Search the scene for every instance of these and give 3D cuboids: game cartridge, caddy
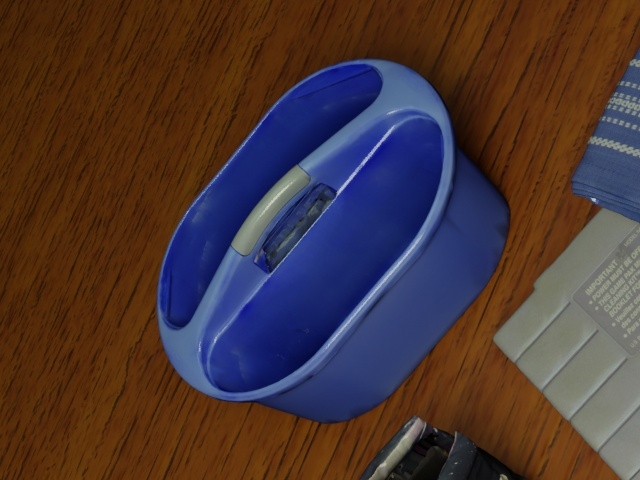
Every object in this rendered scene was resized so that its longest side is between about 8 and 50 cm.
[{"bbox_3d":[0.320,0.019,1.205,0.355,0.068,0.230,-48,44,9],"label":"game cartridge"},{"bbox_3d":[0.000,0.000,1.380,0.341,0.179,0.241,-50,49,7],"label":"caddy"}]

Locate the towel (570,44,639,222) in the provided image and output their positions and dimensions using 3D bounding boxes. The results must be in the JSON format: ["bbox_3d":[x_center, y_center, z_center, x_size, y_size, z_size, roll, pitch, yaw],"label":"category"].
[{"bbox_3d":[0.362,-0.145,1.197,0.243,0.040,0.336,25,83,43],"label":"towel"}]

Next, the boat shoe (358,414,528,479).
[{"bbox_3d":[0.038,0.292,1.176,0.127,0.158,0.340,14,63,45],"label":"boat shoe"}]
